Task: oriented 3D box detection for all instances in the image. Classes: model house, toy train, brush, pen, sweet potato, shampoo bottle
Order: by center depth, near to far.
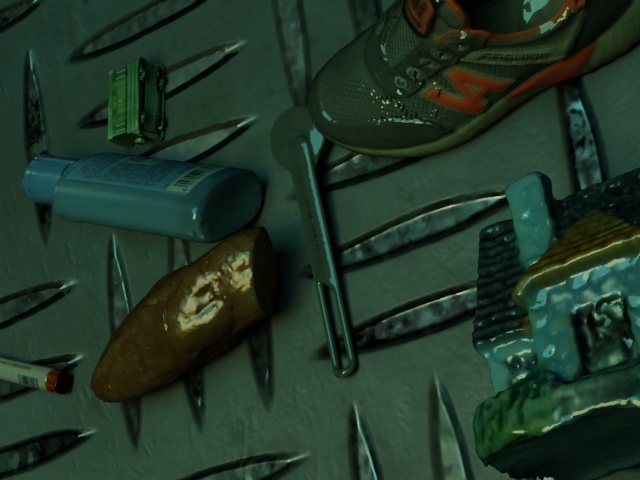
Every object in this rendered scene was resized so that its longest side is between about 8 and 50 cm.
[{"bbox_3d":[0.238,0.030,1.117,0.261,0.226,0.241,-21,65,25],"label":"model house"},{"bbox_3d":[0.000,0.000,1.407,0.062,0.027,0.266,-20,70,28],"label":"brush"},{"bbox_3d":[-0.127,0.080,1.426,0.251,0.097,0.097,-40,59,22],"label":"sweet potato"},{"bbox_3d":[-0.186,-0.048,1.496,0.258,0.104,0.061,9,119,35],"label":"shampoo bottle"},{"bbox_3d":[-0.189,-0.140,1.560,0.056,0.038,0.093,-14,70,36],"label":"toy train"},{"bbox_3d":[-0.345,0.131,1.593,0.218,0.026,0.026,8,82,35],"label":"pen"}]

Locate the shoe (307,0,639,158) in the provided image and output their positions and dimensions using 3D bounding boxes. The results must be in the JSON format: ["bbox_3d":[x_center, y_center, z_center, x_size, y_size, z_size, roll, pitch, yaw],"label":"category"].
[{"bbox_3d":[0.110,-0.177,1.290,0.336,0.171,0.132,-23,66,26],"label":"shoe"}]
